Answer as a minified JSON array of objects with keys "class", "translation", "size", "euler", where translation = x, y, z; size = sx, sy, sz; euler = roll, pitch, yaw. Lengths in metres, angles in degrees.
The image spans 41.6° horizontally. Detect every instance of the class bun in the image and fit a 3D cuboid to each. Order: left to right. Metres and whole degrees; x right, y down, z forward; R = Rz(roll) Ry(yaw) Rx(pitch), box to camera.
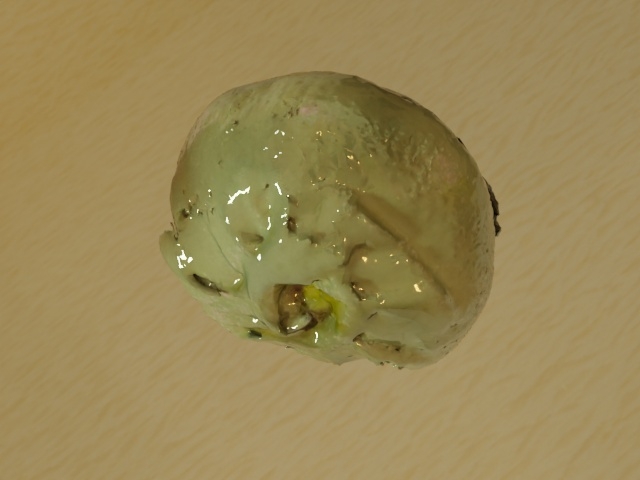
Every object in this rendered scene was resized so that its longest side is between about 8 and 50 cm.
[{"class":"bun","translation":[0.000,0.000,0.577],"size":[0.239,0.141,0.239],"euler":[12,137,12]}]
